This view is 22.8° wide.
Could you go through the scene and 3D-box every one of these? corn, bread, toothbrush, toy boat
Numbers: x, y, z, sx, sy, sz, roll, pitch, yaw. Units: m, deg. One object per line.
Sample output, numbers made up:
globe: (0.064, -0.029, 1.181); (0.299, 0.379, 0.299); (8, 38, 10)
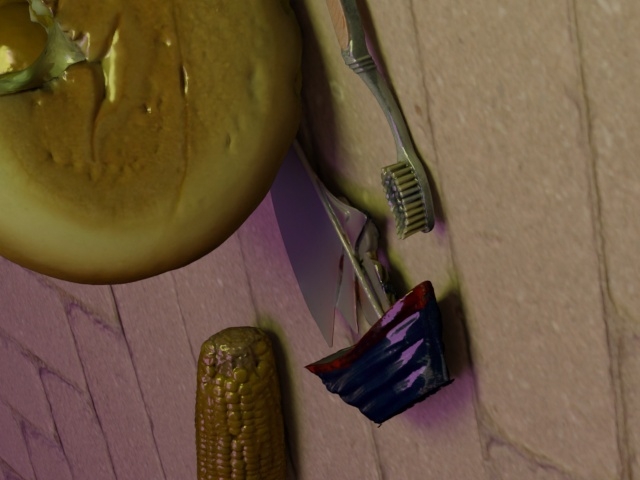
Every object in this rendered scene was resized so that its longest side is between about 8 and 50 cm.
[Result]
corn: (-0.080, 0.190, 1.587); (0.097, 0.097, 0.261); (40, 144, 37)
bread: (-0.162, -0.131, 1.238); (0.333, 0.333, 0.160); (69, 166, -12)
toothbrush: (0.015, -0.178, 1.167); (0.028, 0.037, 0.375); (-4, 108, 57)
toy boat: (0.001, 0.025, 1.335); (0.318, 0.072, 0.219); (50, 147, 30)

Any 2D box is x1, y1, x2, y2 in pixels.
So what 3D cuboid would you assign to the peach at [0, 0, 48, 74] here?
peach: (-0.234, -0.152, 1.422); (0.251, 0.153, 0.251); (50, -172, -9)
